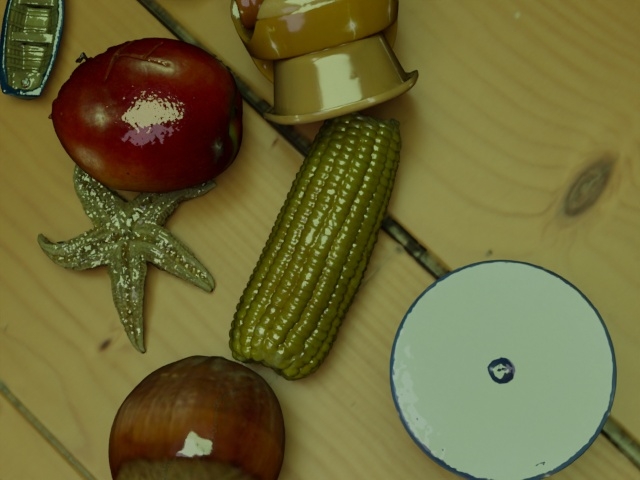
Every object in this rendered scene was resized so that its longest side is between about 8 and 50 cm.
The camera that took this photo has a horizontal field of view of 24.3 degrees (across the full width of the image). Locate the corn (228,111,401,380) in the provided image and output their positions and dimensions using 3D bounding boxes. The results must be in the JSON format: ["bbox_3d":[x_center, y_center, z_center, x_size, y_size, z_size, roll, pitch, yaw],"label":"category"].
[{"bbox_3d":[0.000,0.000,1.799,0.131,0.131,0.344,21,82,8],"label":"corn"}]

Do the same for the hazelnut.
[{"bbox_3d":[-0.142,0.231,1.745,0.214,0.176,0.214,0,65,-1],"label":"hazelnut"}]

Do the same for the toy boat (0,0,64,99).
[{"bbox_3d":[-0.367,-0.293,1.923,0.080,0.046,0.228,4,80,6],"label":"toy boat"}]

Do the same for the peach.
[{"bbox_3d":[-0.211,-0.153,1.811,0.226,0.190,0.196,3,83,7],"label":"peach"}]

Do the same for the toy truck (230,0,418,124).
[{"bbox_3d":[0.000,-0.262,1.785,0.204,0.288,0.211,-15,104,-1],"label":"toy truck"}]

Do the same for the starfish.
[{"bbox_3d":[-0.234,-0.003,1.864,0.236,0.062,0.277,-17,75,-4],"label":"starfish"}]

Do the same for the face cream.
[{"bbox_3d":[0.209,0.154,1.704,0.249,0.225,0.249,-1,82,7],"label":"face cream"}]
